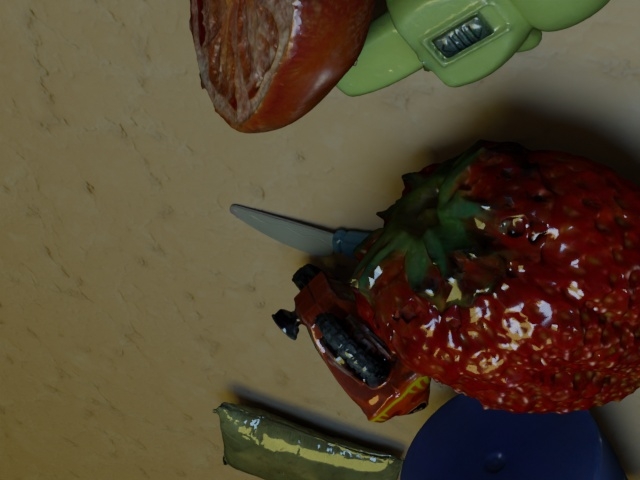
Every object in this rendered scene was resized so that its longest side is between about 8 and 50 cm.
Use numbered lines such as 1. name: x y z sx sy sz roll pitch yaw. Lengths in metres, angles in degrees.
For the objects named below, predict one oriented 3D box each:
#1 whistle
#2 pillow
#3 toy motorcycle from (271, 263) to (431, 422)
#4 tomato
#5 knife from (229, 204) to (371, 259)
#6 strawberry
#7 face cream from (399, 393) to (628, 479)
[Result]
1. whistle: 0.120 -0.191 0.641 0.289 0.106 0.131 -23 129 39
2. pillow: -0.025 0.346 1.281 0.303 0.074 0.184 15 137 11
3. toy motorcycle: 0.039 0.108 0.885 0.171 0.298 0.089 38 95 -11
4. tomato: -0.028 -0.206 0.663 0.095 0.236 0.236 -5 147 -27
5. knife: 0.001 0.001 0.964 0.244 0.032 0.058 13 145 24
6. strawberry: 0.189 0.049 0.740 0.288 0.238 0.250 37 178 -19
7. face cream: 0.252 0.326 0.983 0.249 0.249 0.225 -10 131 35
